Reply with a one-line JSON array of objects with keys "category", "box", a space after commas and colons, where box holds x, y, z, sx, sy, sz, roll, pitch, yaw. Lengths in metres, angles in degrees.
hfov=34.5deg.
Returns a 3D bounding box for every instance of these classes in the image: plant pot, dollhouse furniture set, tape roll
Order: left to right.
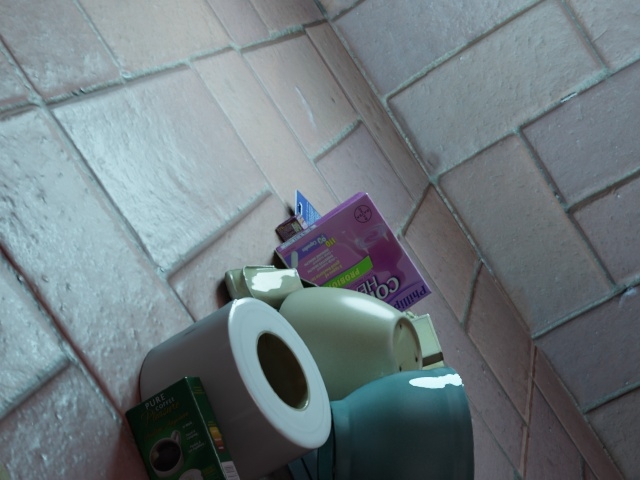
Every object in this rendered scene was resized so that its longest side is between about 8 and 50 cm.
[{"category": "tape roll", "box": [-0.120, 0.227, 1.506, 0.246, 0.169, 0.246, 48, 23, -28]}, {"category": "plant pot", "box": [0.069, 0.210, 1.828, 0.284, 0.191, 0.284, 33, 51, -54]}, {"category": "plant pot", "box": [0.101, 0.339, 1.591, 0.293, 0.196, 0.293, -177, -90, -82]}, {"category": "dollhouse furniture set", "box": [0.190, 0.282, 2.279, 0.242, 0.161, 0.212, 69, 3, -56]}]

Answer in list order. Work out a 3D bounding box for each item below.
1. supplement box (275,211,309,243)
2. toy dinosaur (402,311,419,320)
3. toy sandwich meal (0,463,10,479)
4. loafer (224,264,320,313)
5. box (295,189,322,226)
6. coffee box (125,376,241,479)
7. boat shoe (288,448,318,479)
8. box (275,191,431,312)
[{"category": "supplement box", "box": [-0.048, -0.009, 2.186, 0.083, 0.055, 0.043, 57, 18, -7]}, {"category": "toy dinosaur", "box": [0.131, 0.114, 2.419, 0.118, 0.064, 0.268, 12, 34, -47]}, {"category": "toy sandwich meal", "box": [-0.360, 0.266, 1.083, 0.085, 0.029, 0.085, 48, 22, -27]}, {"category": "loafer", "box": [-0.081, 0.091, 1.907, 0.268, 0.092, 0.102, 20, 43, -60]}, {"category": "box", "box": [0.000, 0.000, 2.313, 0.225, 0.036, 0.136, 49, 21, -27]}, {"category": "coffee box", "box": [-0.178, 0.285, 1.368, 0.040, 0.113, 0.184, 12, 49, -62]}, {"category": "boat shoe", "box": [-0.040, 0.322, 1.715, 0.076, 0.083, 0.226, -1, 74, -79]}, {"category": "box", "box": [0.064, 0.060, 2.080, 0.243, 0.214, 0.117, 57, -3, -6]}]
